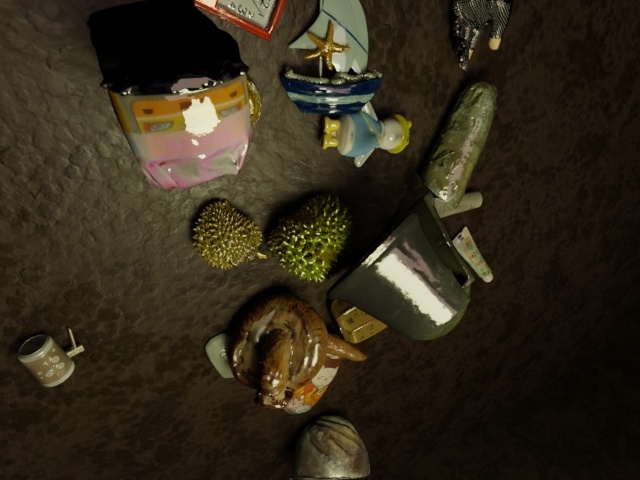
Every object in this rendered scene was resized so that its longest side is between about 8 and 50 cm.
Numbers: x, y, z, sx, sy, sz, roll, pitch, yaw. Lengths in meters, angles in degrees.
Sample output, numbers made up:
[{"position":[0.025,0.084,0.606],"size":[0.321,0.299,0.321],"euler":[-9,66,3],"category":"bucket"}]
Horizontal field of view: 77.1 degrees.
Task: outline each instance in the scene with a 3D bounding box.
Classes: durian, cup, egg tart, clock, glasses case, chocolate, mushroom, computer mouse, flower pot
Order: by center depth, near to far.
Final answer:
[{"position":[-0.136,-0.432,0.692],"size":[0.154,0.061,0.113],"euler":[8,116,-38],"category":"clock"},{"position":[-0.174,-0.261,0.789],"size":[0.130,0.052,0.131],"euler":[-16,130,-20],"category":"egg tart"},{"position":[-0.583,0.253,0.876],"size":[0.102,0.074,0.099],"euler":[-23,129,-16],"category":"cup"},{"position":[-0.198,0.011,0.930],"size":[0.147,0.102,0.208],"euler":[-52,135,2],"category":"durian"},{"position":[-0.002,0.002,0.998],"size":[0.236,0.177,0.200],"euler":[-27,151,-27],"category":"durian"},{"position":[0.221,0.093,1.022],"size":[0.379,0.251,0.379],"euler":[-45,176,-4],"category":"flower pot"},{"position":[-0.115,0.297,1.071],"size":[0.262,0.284,0.195],"euler":[11,150,7],"category":"mushroom"},{"position":[-0.262,0.341,1.143],"size":[0.089,0.056,0.182],"euler":[-23,130,-10],"category":"computer mouse"},{"position":[-0.022,0.446,1.336],"size":[0.122,0.082,0.321],"euler":[20,106,-32],"category":"glasses case"},{"position":[0.031,0.771,1.506],"size":[0.302,0.213,0.303],"euler":[-1,153,0],"category":"chocolate"}]

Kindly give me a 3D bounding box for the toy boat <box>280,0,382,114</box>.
[{"position":[0.027,-0.408,0.811],"size":[0.220,0.067,0.292],"euler":[-3,109,-12],"category":"toy boat"}]

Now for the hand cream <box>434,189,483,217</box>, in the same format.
[{"position":[0.425,-0.115,1.251],"size":[0.185,0.054,0.087],"euler":[-14,131,-15],"category":"hand cream"}]

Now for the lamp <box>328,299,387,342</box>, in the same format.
[{"position":[0.126,0.216,1.226],"size":[0.184,0.161,0.161],"euler":[-24,130,-12],"category":"lamp"}]

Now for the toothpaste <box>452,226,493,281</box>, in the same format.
[{"position":[0.553,0.064,1.447],"size":[0.055,0.058,0.314],"euler":[-13,140,36],"category":"toothpaste"}]

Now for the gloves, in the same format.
[{"position":[0.352,-0.491,0.934],"size":[0.128,0.107,0.181],"euler":[-20,157,-16],"category":"gloves"}]

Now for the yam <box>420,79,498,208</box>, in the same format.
[{"position":[0.370,-0.256,1.068],"size":[0.133,0.133,0.331],"euler":[5,114,-33],"category":"yam"}]

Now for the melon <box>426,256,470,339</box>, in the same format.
[{"position":[0.343,0.160,1.260],"size":[0.237,0.237,0.302],"euler":[3,114,-32],"category":"melon"}]

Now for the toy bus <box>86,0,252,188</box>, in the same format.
[{"position":[-0.211,-0.220,0.576],"size":[0.171,0.386,0.163],"euler":[-21,134,-16],"category":"toy bus"}]

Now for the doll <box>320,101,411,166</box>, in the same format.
[{"position":[0.118,-0.249,0.942],"size":[0.240,0.098,0.135],"euler":[-8,85,-28],"category":"doll"}]

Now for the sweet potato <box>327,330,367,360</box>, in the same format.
[{"position":[0.020,0.308,1.230],"size":[0.314,0.066,0.072],"euler":[21,79,-21],"category":"sweet potato"}]
